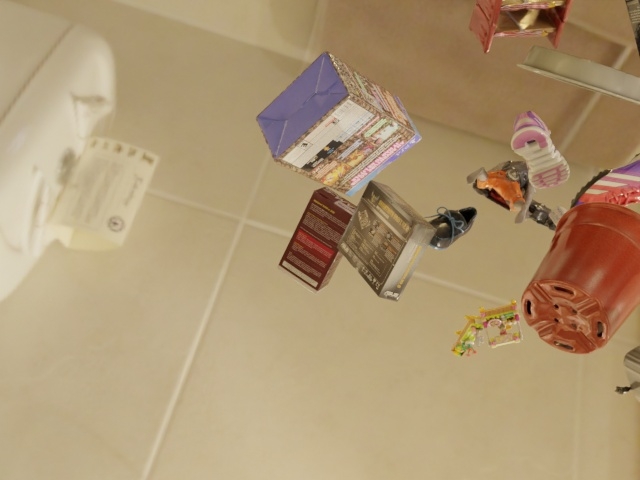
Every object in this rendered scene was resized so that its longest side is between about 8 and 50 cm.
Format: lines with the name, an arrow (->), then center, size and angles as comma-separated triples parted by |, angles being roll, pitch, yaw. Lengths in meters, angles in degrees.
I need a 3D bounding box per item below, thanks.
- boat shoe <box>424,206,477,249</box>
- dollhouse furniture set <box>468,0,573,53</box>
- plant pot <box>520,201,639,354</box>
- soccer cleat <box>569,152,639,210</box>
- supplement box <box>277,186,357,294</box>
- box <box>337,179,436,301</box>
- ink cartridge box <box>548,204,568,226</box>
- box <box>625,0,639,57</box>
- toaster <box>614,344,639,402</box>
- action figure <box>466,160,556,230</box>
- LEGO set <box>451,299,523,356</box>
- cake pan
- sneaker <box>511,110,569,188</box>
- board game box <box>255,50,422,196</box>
boat shoe -> 0.345, -0.050, 2.068 | 0.089, 0.109, 0.258 | -54, 168, 30
dollhouse furniture set -> 0.457, -0.643, 1.920 | 0.152, 0.201, 0.374 | 96, -15, -48
plant pot -> 0.597, 0.097, 1.714 | 0.265, 0.272, 0.272 | -42, 162, -36
soccer cleat -> 0.788, -0.134, 1.955 | 0.116, 0.318, 0.109 | 58, -5, 37
supplement box -> 0.000, 0.000, 1.938 | 0.239, 0.130, 0.073 | -63, 165, 24
box -> 0.138, -0.003, 1.684 | 0.183, 0.056, 0.231 | -64, -147, 16
ink cartridge box -> 0.735, -0.006, 2.179 | 0.046, 0.097, 0.207 | -49, -143, 28
box -> 0.672, -0.426, 1.436 | 0.093, 0.155, 0.158 | -66, 137, -75
toaster -> 0.681, 0.249, 1.445 | 0.146, 0.226, 0.129 | -60, 131, -88
action figure -> 0.614, -0.152, 2.324 | 0.330, 0.341, 0.179 | -33, 148, -61
LEGO set -> 0.430, 0.247, 1.946 | 0.287, 0.132, 0.107 | -32, -135, 34
cake pan -> 0.582, -0.366, 1.694 | 0.293, 0.293, 0.054 | -75, -177, -74
sneaker -> 0.506, -0.213, 1.776 | 0.236, 0.095, 0.105 | 46, 34, -44
board game box -> 0.044, -0.256, 1.747 | 0.232, 0.291, 0.141 | -39, -123, 23
